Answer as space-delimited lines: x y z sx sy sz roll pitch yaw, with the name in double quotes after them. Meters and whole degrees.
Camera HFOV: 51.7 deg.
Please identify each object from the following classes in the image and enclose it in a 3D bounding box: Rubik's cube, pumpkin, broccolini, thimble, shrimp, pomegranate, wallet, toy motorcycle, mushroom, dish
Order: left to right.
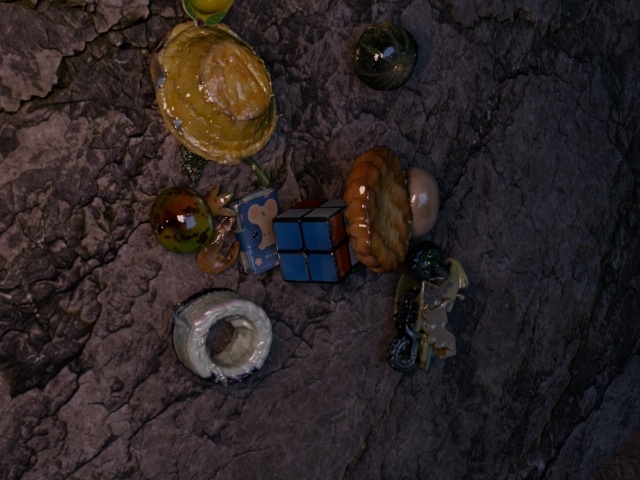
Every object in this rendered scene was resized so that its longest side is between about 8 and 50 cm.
-0.290 -0.061 1.514 0.220 0.156 0.156 -31 116 -23 "pomegranate"
-0.269 -0.573 1.485 0.149 0.080 0.207 17 86 -40 "dish"
-0.245 0.228 1.603 0.237 0.150 0.237 -7 101 -35 "thimble"
-0.236 0.016 1.616 0.095 0.045 0.162 32 99 -17 "shrimp"
-0.231 -0.172 1.604 0.271 0.062 0.123 26 89 -39 "broccolini"
-0.157 -0.025 1.681 0.141 0.059 0.202 -26 115 -38 "wallet"
-0.001 0.000 1.700 0.180 0.167 0.183 -39 125 -55 "Rubik's cube"
0.175 -0.495 1.790 0.190 0.146 0.190 -37 148 -28 "pumpkin"
0.252 -0.104 1.916 0.206 0.209 0.206 50 28 -40 "mushroom"
0.328 0.208 2.026 0.237 0.169 0.410 9 98 -32 "toy motorcycle"

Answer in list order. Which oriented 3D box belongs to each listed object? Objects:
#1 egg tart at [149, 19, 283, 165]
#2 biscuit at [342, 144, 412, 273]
-0.220 -0.346 1.502 0.341 0.132 0.341 4 83 -37 "egg tart"
0.144 -0.076 1.689 0.326 0.107 0.325 13 75 -61 "biscuit"
